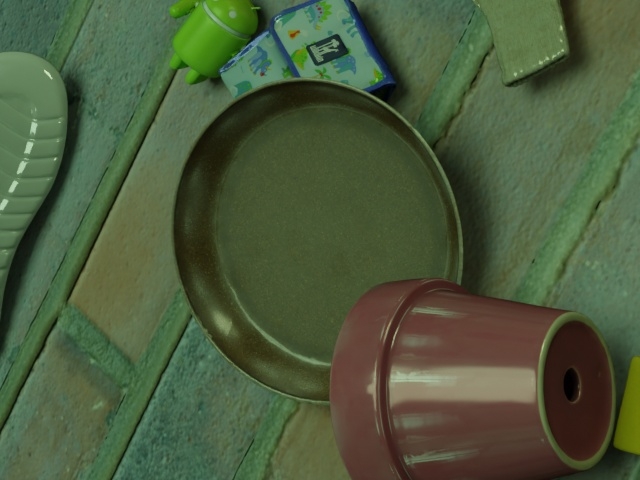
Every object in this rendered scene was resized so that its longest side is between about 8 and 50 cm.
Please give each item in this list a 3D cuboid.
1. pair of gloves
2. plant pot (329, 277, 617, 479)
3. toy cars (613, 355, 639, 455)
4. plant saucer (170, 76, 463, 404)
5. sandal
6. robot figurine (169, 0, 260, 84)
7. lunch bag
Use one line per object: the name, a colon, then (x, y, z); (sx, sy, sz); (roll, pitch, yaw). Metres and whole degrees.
pair of gloves: (0.233, -0.268, 1.463); (0.240, 0.042, 0.204); (-34, 56, 30)
plant pot: (0.135, 0.128, 1.357); (0.180, 0.201, 0.201); (-6, 76, 38)
toy cars: (0.342, 0.220, 1.219); (0.176, 0.087, 0.393); (-46, 54, 26)
plant saucer: (0.000, 0.000, 1.551); (0.311, 0.050, 0.310); (4, 99, 28)
sandal: (-0.420, -0.032, 1.959); (0.102, 0.169, 0.416); (-118, 48, -81)
robot figurine: (-0.112, -0.221, 1.749); (0.101, 0.067, 0.115); (45, 113, 10)
lunch bag: (-0.008, -0.158, 1.625); (0.151, 0.096, 0.128); (-37, 63, 20)
